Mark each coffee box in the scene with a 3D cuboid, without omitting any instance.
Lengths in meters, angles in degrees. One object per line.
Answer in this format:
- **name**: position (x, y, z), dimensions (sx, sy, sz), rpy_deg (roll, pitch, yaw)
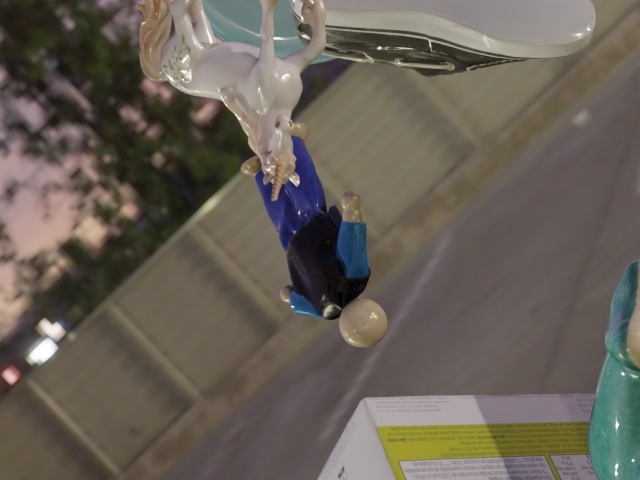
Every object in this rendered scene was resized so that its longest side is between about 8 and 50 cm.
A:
- **coffee box**: position (0.183, 0.392, 1.861), dimensions (0.338, 0.334, 0.338), rpy_deg (2, -46, -26)

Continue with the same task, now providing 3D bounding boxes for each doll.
- **doll**: position (0.000, 0.000, 1.373), dimensions (0.046, 0.189, 0.129), rpy_deg (-6, -31, -36)

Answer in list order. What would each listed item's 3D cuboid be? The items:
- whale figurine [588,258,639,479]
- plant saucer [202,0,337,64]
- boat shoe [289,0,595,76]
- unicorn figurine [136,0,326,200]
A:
- **whale figurine**: position (0.290, 0.139, 1.563), dimensions (0.141, 0.272, 0.216), rpy_deg (-7, 47, 28)
- **plant saucer**: position (-0.029, -0.345, 1.866), dimensions (0.317, 0.317, 0.043), rpy_deg (-44, 25, -13)
- **boat shoe**: position (0.087, -0.157, 1.267), dimensions (0.070, 0.219, 0.078), rpy_deg (82, -159, -53)
- **unicorn figurine**: position (-0.043, -0.098, 1.007), dimensions (0.060, 0.162, 0.111), rpy_deg (3, -73, -45)
